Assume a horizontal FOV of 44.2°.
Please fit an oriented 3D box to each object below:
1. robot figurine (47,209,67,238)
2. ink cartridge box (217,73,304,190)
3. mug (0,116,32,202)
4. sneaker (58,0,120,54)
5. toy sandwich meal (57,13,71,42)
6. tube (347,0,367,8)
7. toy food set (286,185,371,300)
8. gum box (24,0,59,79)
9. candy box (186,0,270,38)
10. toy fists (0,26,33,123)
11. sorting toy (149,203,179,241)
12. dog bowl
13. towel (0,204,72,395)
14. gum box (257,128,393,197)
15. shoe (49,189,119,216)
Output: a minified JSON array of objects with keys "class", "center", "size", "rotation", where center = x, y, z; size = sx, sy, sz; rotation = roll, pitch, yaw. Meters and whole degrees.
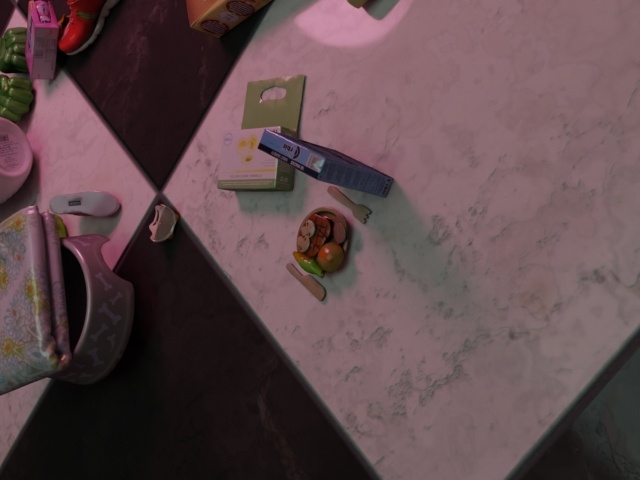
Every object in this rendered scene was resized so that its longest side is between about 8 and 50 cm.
[{"class":"robot figurine","center":[-0.683,-0.018,2.008],"size":[0.101,0.067,0.115],"rotation":[120,135,-56]},{"class":"ink cartridge box","center":[-0.120,-0.215,1.568],"size":[0.171,0.056,0.235],"rotation":[3,86,42]},{"class":"mug","center":[-0.980,-0.202,2.099],"size":[0.328,0.374,0.276],"rotation":[-15,83,28]},{"class":"sneaker","center":[-0.607,-0.602,2.010],"size":[0.279,0.118,0.107],"rotation":[-49,54,23]},{"class":"toy sandwich meal","center":[-0.698,-0.574,2.142],"size":[0.086,0.029,0.085],"rotation":[-8,77,40]},{"class":"tube","center":[0.133,-0.517,1.401],"size":[0.240,0.062,0.070],"rotation":[-37,101,25]},{"class":"toy food set","center":[0.000,0.000,1.436],"size":[0.132,0.039,0.192],"rotation":[39,108,38]},{"class":"gum box","center":[-0.744,-0.536,2.105],"size":[0.107,0.062,0.188],"rotation":[66,147,30]},{"class":"candy box","center":[-0.150,-0.579,1.632],"size":[0.316,0.088,0.182],"rotation":[-23,68,35]},{"class":"toy fists","center":[-0.870,-0.467,2.230],"size":[0.142,0.096,0.279],"rotation":[-2,80,40]},{"class":"sorting toy","center":[-0.355,-0.043,1.751],"size":[0.075,0.045,0.083],"rotation":[27,101,48]},{"class":"dog bowl","center":[-0.566,0.150,1.767],"size":[0.349,0.102,0.348],"rotation":[-7,79,37]},{"class":"towel","center":[-0.687,0.142,1.743],"size":[0.321,0.090,0.374],"rotation":[-24,70,35]},{"class":"gum box","center":[0.010,-0.132,1.353],"size":[0.157,0.184,0.041],"rotation":[31,103,40]},{"class":"shoe","center":[-0.562,-0.090,1.922],"size":[0.178,0.081,0.063],"rotation":[-1,94,12]}]
